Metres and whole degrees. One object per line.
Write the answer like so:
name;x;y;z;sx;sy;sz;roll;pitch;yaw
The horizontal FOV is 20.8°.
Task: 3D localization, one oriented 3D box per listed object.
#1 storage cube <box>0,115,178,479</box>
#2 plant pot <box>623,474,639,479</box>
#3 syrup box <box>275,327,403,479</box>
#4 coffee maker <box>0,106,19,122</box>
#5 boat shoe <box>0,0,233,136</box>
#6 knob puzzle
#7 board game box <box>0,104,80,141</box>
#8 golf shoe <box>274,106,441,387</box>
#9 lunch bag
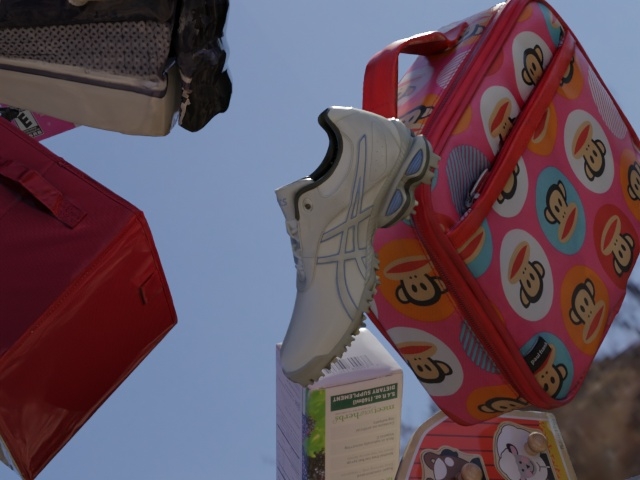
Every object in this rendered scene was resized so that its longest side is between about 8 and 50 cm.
storage cube;-0.255;0.047;1.418;0.193;0.184;0.215;-48;-23;-22
plant pot;0.174;0.251;0.662;0.284;0.284;0.191;-31;-35;-9
syrup box;0.016;0.210;1.615;0.093;0.096;0.236;-9;-64;-19
coffee maker;-0.346;-0.189;1.483;0.171;0.178;0.120;-3;10;-2
boat shoe;-0.207;-0.166;0.918;0.341;0.127;0.158;9;-62;3
knob puzzle;0.150;0.215;1.493;0.213;0.213;0.030;-10;-30;-37
board game box;-0.259;-0.265;1.667;0.224;0.303;0.097;-17;19;32
golf shoe;0.000;0.000;1.079;0.086;0.069;0.176;25;-96;-21
lunch bag;0.120;-0.041;1.262;0.120;0.258;0.293;-17;28;38
